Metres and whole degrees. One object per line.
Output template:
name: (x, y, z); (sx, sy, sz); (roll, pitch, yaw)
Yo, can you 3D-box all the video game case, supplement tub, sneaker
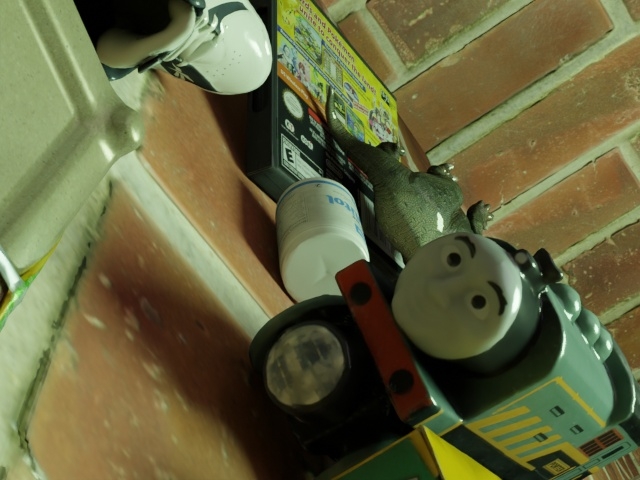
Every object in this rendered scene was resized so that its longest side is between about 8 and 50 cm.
video game case: (0.011, -0.110, 1.025); (0.275, 0.035, 0.248); (40, 41, -50)
supplement tub: (0.000, 0.000, 0.811); (0.071, 0.071, 0.107); (52, 12, -26)
sneaker: (-0.106, -0.142, 0.693); (0.235, 0.094, 0.153); (45, 18, -46)

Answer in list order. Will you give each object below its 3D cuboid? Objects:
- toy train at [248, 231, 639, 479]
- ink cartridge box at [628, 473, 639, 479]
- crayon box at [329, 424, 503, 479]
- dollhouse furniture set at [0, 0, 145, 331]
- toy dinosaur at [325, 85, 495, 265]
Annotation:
toy train: (0.095, 0.098, 0.648); (0.334, 0.190, 0.142); (41, 20, -55)
ink cartridge box: (0.291, 0.299, 0.927); (0.139, 0.191, 0.082); (61, 12, 17)
crayon box: (0.136, 0.303, 0.484); (0.313, 0.106, 0.363); (43, 20, -53)
dollhouse furniture set: (-0.195, -0.096, 0.281); (0.197, 0.151, 0.301); (-68, 146, -51)
toy dinosaur: (0.104, -0.015, 0.976); (0.160, 0.121, 0.313); (-84, 153, -64)
